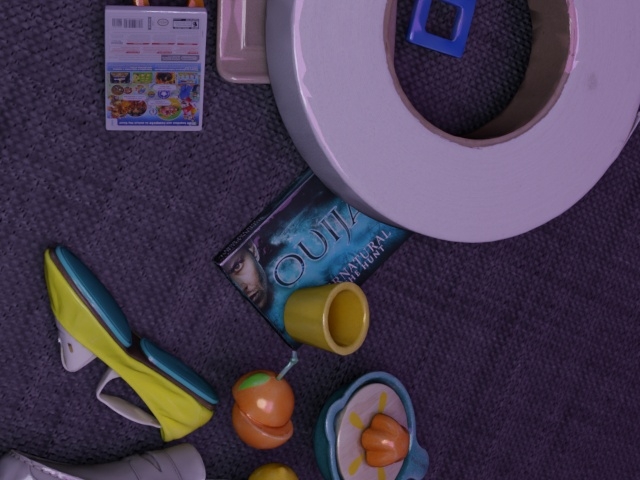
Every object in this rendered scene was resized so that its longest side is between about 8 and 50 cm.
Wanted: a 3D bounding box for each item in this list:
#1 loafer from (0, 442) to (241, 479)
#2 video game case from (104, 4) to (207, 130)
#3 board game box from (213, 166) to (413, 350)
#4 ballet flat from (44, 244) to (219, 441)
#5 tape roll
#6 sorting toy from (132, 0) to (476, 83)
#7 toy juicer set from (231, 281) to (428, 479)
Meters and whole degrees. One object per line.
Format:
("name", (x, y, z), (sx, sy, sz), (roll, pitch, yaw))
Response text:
("loafer", (-0.153, 0.238, 1.201), (0.319, 0.112, 0.111), (24, 85, -34))
("video game case", (-0.146, -0.150, 1.132), (0.087, 0.011, 0.122), (-1, 128, -10))
("board game box", (0.000, 0.000, 1.262), (0.186, 0.026, 0.126), (-45, 115, -10))
("ballet flat", (-0.189, 0.105, 1.175), (0.077, 0.077, 0.231), (-40, 117, 6))
("tape roll", (0.138, -0.192, 1.206), (0.392, 0.072, 0.392), (-4, 98, -25))
("sorting toy", (-0.016, -0.244, 1.196), (0.348, 0.047, 0.196), (-2, 98, -24))
("toy juicer set", (0.027, 0.218, 1.231), (0.209, 0.089, 0.329), (-50, 127, -37))
